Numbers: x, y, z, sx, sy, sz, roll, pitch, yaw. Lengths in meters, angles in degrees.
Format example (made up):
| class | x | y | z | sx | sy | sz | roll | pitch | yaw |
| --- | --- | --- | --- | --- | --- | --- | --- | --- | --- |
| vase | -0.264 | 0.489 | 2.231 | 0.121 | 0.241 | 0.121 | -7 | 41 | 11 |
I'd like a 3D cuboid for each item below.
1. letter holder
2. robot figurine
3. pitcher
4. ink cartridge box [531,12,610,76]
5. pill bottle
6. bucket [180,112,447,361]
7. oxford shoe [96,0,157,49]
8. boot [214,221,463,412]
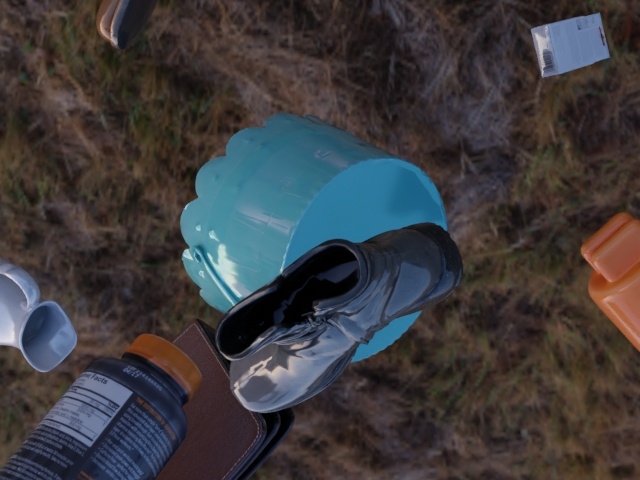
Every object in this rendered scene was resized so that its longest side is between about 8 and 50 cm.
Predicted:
| class | x | y | z | sx | sy | sz | roll | pitch | yaw |
| --- | --- | --- | --- | --- | --- | --- | --- | --- | --- |
| letter holder | -0.175 | 0.288 | 1.263 | 0.302 | 0.214 | 0.152 | -43 | 138 | 4 |
| robot figurine | 0.400 | 0.070 | 1.199 | 0.219 | 0.128 | 0.158 | 46 | 149 | -11 |
| pitcher | -0.464 | 0.079 | 1.495 | 0.207 | 0.125 | 0.178 | 24 | 137 | 29 |
| ink cartridge box | 0.314 | -0.246 | 1.298 | 0.115 | 0.063 | 0.029 | -21 | -171 | -40 |
| pill bottle | -0.224 | 0.212 | 1.064 | 0.130 | 0.246 | 0.130 | 26 | 147 | 18 |
| bucket | 0.000 | 0.000 | 1.204 | 0.281 | 0.183 | 0.281 | -15 | 116 | -34 |
| oxford shoe | -0.175 | -0.261 | 0.928 | 0.076 | 0.212 | 0.076 | 10 | 152 | -3 |
| boot | -0.025 | 0.060 | 0.760 | 0.246 | 0.083 | 0.161 | -39 | 161 | 33 |
